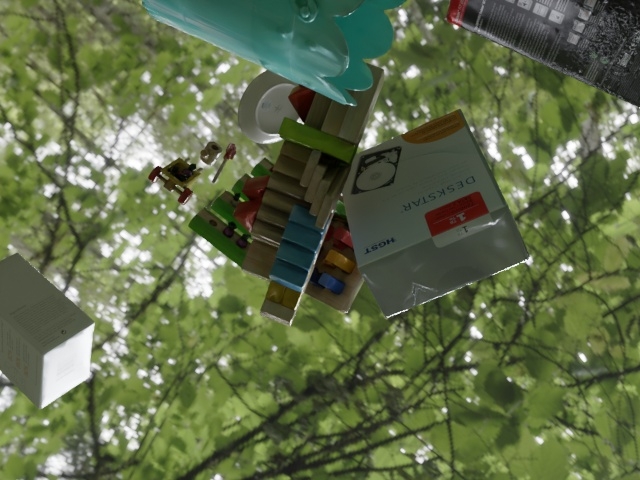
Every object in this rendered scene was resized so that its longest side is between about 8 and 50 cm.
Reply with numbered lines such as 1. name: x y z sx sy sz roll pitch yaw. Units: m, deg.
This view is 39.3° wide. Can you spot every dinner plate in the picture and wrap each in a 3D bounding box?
1. dinner plate: -0.070 -0.218 1.465 0.141 0.141 0.017 -46 -132 1

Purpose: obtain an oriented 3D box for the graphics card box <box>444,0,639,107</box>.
1. graphics card box: 0.403 -0.387 1.452 0.371 0.233 0.094 28 -118 12

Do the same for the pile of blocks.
1. pile of blocks: -0.037 -0.053 1.025 0.149 0.113 0.362 -64 175 -63

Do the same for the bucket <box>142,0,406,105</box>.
1. bucket: -0.013 -0.261 0.714 0.183 0.281 0.281 21 -110 5

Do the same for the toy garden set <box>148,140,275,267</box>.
1. toy garden set: -0.133 -0.087 1.414 0.049 0.204 0.244 -54 177 37

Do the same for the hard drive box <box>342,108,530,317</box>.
1. hard drive box: 0.127 -0.039 1.086 0.181 0.089 0.232 -24 -145 9

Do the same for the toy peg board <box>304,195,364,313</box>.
1. toy peg board: 0.000 0.000 1.344 0.161 0.079 0.160 24 -97 44

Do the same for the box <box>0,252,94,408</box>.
1. box: -0.412 0.126 1.264 0.170 0.130 0.091 38 -134 19
